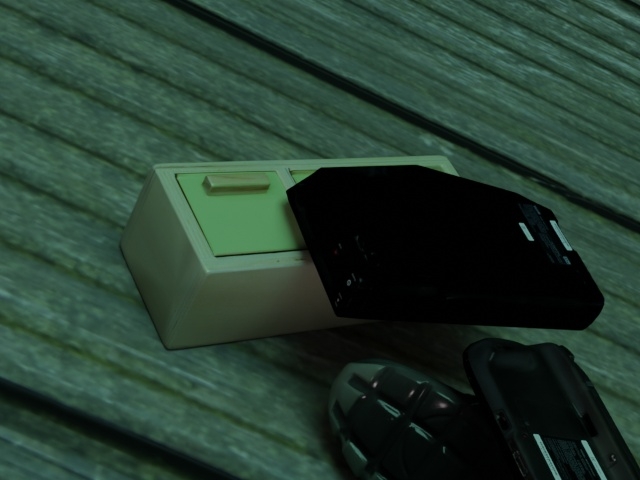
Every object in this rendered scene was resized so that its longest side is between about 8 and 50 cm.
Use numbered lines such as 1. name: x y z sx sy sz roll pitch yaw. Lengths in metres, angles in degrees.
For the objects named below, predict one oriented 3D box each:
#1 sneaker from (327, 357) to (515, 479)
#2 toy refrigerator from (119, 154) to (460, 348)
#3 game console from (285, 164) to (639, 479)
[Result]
1. sneaker: 0.124 0.164 0.792 0.267 0.101 0.106 34 20 2
2. toy refrigerator: 0.000 0.000 0.866 0.269 0.094 0.102 -4 51 -35
3. game console: 0.119 0.082 0.748 0.213 0.044 0.361 6 43 -30
